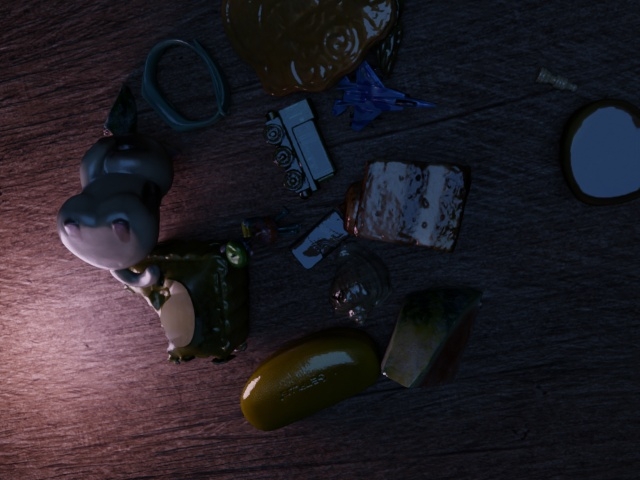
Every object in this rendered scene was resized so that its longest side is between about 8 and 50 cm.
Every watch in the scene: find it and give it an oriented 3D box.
[{"bbox_3d":[-0.323,-0.371,1.501,0.195,0.068,0.237,-42,87,10],"label":"watch"}]

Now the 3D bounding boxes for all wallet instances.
[{"bbox_3d":[0.000,0.000,1.531,0.156,0.018,0.082,-39,92,12],"label":"wallet"}]

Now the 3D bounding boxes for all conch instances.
[{"bbox_3d":[0.094,0.102,1.507,0.155,0.130,0.207,-3,75,-23],"label":"conch"}]

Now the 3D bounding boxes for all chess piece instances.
[{"bbox_3d":[0.529,-0.355,1.383,0.092,0.035,0.035,22,102,1],"label":"chess piece"}]

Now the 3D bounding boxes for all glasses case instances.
[{"bbox_3d":[-0.034,0.337,1.529,0.371,0.141,0.173,-27,93,12],"label":"glasses case"}]

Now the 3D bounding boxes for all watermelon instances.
[{"bbox_3d":[-0.503,-0.310,1.534,0.080,0.101,0.155,27,93,15],"label":"watermelon"},{"bbox_3d":[0.262,0.242,1.454,0.192,0.232,0.310,21,57,7],"label":"watermelon"}]

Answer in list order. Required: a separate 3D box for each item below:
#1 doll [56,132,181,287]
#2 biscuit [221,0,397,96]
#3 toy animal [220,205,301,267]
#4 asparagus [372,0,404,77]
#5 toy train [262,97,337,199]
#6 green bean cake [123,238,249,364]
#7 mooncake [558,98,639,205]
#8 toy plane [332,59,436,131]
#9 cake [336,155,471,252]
[{"bbox_3d":[-0.454,-0.098,1.413,0.214,0.226,0.371,-9,58,13],"label":"doll"},{"bbox_3d":[-0.043,-0.517,1.377,0.385,0.062,0.365,-30,86,26],"label":"biscuit"},{"bbox_3d":[-0.142,-0.018,1.472,0.100,0.208,0.104,28,132,37],"label":"toy animal"},{"bbox_3d":[0.151,-0.514,1.395,0.080,0.080,0.288,2,100,9],"label":"asparagus"},{"bbox_3d":[-0.045,-0.216,1.468,0.137,0.090,0.226,-23,95,8],"label":"toy train"},{"bbox_3d":[-0.334,0.155,1.517,0.284,0.202,0.310,-3,98,12],"label":"green bean cake"},{"bbox_3d":[0.634,-0.182,1.351,0.234,0.117,0.235,2,101,11],"label":"mooncake"},{"bbox_3d":[0.143,-0.327,1.413,0.246,0.078,0.169,8,116,12],"label":"toy plane"},{"bbox_3d":[0.183,-0.091,1.405,0.292,0.196,0.199,10,99,12],"label":"cake"}]
